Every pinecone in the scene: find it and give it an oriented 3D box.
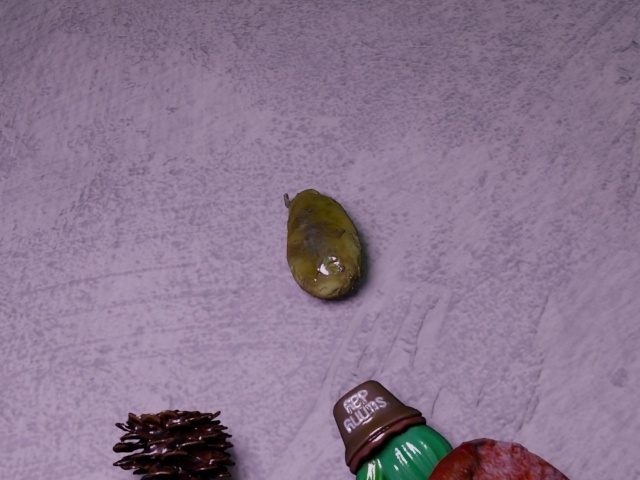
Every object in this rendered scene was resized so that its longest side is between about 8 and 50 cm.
[{"bbox_3d":[-0.190,0.305,1.317,0.163,0.163,0.165,-9,74,2],"label":"pinecone"}]

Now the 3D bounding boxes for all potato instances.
[{"bbox_3d":[0.000,0.000,1.554,0.117,0.090,0.225,-20,45,1],"label":"potato"}]

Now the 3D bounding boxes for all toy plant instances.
[{"bbox_3d":[0.095,0.284,1.318,0.143,0.105,0.200,-35,67,-4],"label":"toy plant"}]

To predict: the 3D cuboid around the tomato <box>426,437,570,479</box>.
[{"bbox_3d":[0.199,0.396,1.174,0.309,0.170,0.309,21,35,-16],"label":"tomato"}]
